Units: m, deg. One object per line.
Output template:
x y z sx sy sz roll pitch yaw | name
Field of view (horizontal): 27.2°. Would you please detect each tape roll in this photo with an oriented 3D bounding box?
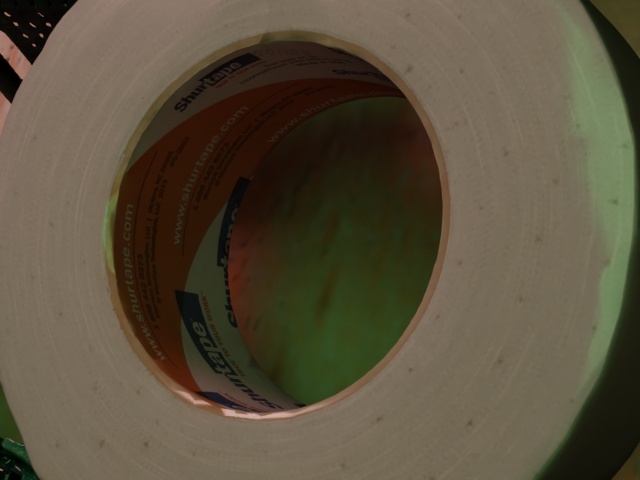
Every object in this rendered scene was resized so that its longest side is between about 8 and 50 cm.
0.000 0.000 0.414 0.219 0.072 0.219 -5 79 26 | tape roll

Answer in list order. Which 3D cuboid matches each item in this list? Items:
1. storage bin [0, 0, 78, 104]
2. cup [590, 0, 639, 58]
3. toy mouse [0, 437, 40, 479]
-0.083 -0.150 0.532 0.084 0.122 0.180 4 71 13 | storage bin
0.222 -0.124 0.386 0.237 0.331 0.331 -17 65 -21 | cup
-0.124 0.061 0.510 0.143 0.031 0.161 -29 67 -1 | toy mouse
